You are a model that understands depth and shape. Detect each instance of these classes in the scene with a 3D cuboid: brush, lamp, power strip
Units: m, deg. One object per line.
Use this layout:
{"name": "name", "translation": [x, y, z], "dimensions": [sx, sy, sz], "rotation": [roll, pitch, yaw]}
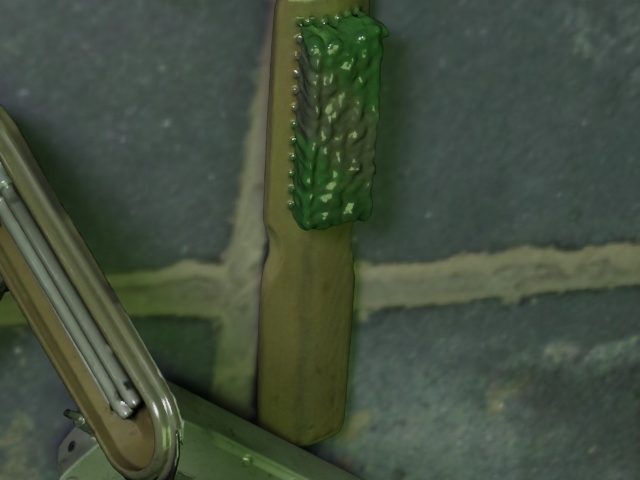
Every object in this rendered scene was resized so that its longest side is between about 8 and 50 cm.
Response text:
{"name": "brush", "translation": [0.000, 0.000, 0.941], "dimensions": [0.054, 0.048, 0.282], "rotation": [-11, 127, -21]}
{"name": "lamp", "translation": [-0.200, 0.102, 0.814], "dimensions": [0.283, 0.203, 0.124], "rotation": [-36, 149, -6]}
{"name": "power strip", "translation": [-0.056, 0.132, 0.999], "dimensions": [0.080, 0.029, 0.227], "rotation": [-37, 132, 24]}
